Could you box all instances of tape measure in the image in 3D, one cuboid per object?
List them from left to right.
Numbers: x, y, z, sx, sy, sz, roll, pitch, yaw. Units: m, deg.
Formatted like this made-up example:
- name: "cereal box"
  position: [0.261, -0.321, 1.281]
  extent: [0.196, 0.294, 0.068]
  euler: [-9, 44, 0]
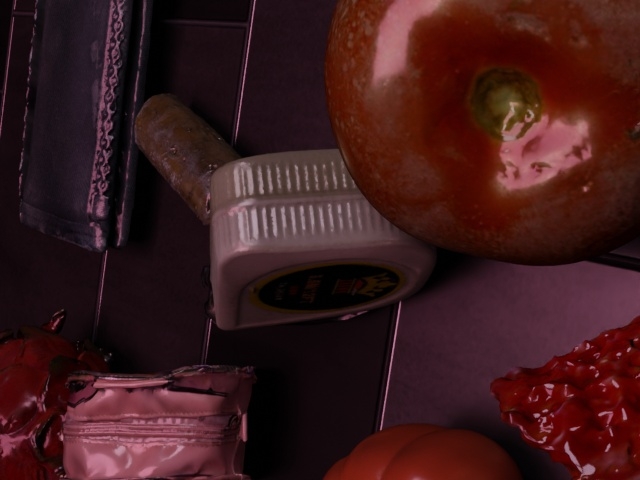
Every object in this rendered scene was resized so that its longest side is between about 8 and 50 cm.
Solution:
- name: "tape measure"
  position: [0.000, 0.000, 0.923]
  extent: [0.235, 0.207, 0.115]
  euler: [106, 157, -68]

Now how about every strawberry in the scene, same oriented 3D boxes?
- name: "strawberry"
  position: [0.237, 0.117, 0.688]
  extent: [0.178, 0.234, 0.234]
  euler: [-50, 54, 5]

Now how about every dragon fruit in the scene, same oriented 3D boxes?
- name: "dragon fruit"
  position: [-0.323, 0.198, 1.219]
  extent: [0.274, 0.193, 0.192]
  euler: [23, 131, 42]

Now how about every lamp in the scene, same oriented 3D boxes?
- name: "lamp"
  position: [0.078, 0.238, 0.845]
  extent: [0.187, 0.164, 0.187]
  euler: [-3, 86, 40]

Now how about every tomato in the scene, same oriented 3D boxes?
- name: "tomato"
  position: [0.143, -0.121, 0.754]
  extent: [0.270, 0.222, 0.270]
  euler: [7, 117, 14]

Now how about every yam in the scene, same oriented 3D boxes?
- name: "yam"
  position: [-0.129, -0.081, 1.111]
  extent: [0.179, 0.078, 0.078]
  euler: [44, 117, 35]

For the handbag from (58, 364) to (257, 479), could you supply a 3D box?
- name: "handbag"
  position: [-0.160, 0.186, 1.061]
  extent: [0.205, 0.179, 0.116]
  euler: [-4, 80, 14]

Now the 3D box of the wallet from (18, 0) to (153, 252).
- name: "wallet"
  position: [-0.277, -0.171, 1.260]
  extent: [0.237, 0.075, 0.342]
  euler: [14, 100, 49]
